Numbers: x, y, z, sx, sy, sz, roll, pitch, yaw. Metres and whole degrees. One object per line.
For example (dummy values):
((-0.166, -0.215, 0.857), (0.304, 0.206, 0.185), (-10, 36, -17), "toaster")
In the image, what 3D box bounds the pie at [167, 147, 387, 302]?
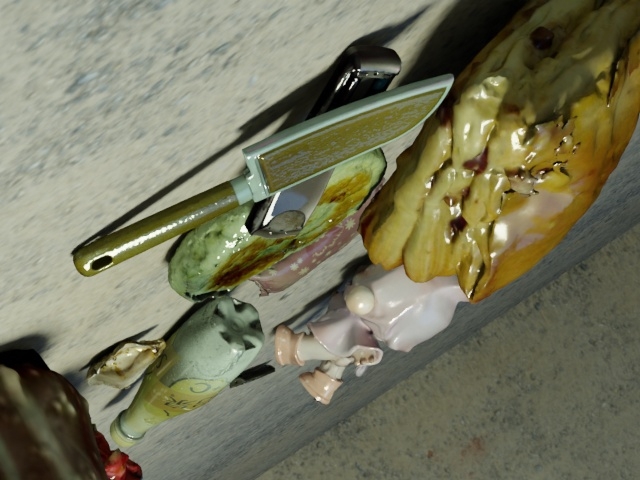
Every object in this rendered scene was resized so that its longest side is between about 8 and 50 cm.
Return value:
((-0.040, -0.022, 1.704), (0.240, 0.054, 0.240), (-33, 169, -7), "pie")

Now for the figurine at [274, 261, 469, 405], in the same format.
((0.070, 0.098, 2.364), (0.276, 0.133, 0.200), (-38, 173, 14), "figurine")

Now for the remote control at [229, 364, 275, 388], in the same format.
((-0.097, 0.189, 2.545), (0.034, 0.016, 0.091), (-23, 176, 26), "remote control")

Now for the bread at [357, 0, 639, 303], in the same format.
((0.193, -0.091, 1.701), (0.277, 0.167, 0.324), (-47, 174, -37), "bread")

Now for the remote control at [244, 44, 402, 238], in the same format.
((0.001, -0.079, 1.531), (0.059, 0.028, 0.212), (-4, 138, -39), "remote control")

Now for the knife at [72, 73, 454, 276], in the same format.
((-0.044, -0.055, 1.481), (0.343, 0.027, 0.061), (-24, 142, -7), "knife")

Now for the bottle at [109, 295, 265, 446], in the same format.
((-0.158, 0.155, 2.016), (0.083, 0.083, 0.270), (-25, 166, -48), "bottle")

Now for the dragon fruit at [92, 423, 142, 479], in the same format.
((-0.280, 0.314, 1.826), (0.234, 0.234, 0.293), (6, 103, -75), "dragon fruit")

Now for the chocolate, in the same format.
((-0.318, 0.248, 1.564), (0.340, 0.210, 0.225), (-25, 162, -48), "chocolate")

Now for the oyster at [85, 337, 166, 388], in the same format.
((-0.203, 0.125, 1.882), (0.093, 0.034, 0.051), (-8, 136, -47), "oyster")

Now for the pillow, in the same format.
((0.000, 0.000, 1.951), (0.185, 0.043, 0.118), (-35, 167, -5), "pillow")
